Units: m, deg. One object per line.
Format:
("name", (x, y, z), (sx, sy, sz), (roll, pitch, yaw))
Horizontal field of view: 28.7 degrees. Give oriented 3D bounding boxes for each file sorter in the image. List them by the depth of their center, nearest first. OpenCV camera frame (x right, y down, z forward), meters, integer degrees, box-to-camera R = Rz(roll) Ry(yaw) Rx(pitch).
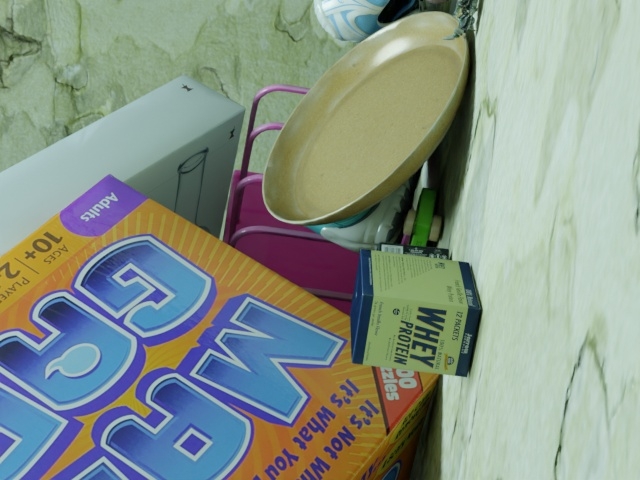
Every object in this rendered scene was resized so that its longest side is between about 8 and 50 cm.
("file sorter", (0.000, 0.000, 1.314), (0.182, 0.202, 0.291), (105, 172, -50))

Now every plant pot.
("plant pot", (0.044, -0.103, 1.109), (0.236, 0.032, 0.236), (-35, 31, 25))

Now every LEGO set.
("LEGO set", (0.127, -0.202, 1.038), (0.083, 0.023, 0.054), (118, 161, -44))

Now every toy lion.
("toy lion", (0.093, -0.010, 1.161), (0.096, 0.034, 0.100), (-75, -4, -47))

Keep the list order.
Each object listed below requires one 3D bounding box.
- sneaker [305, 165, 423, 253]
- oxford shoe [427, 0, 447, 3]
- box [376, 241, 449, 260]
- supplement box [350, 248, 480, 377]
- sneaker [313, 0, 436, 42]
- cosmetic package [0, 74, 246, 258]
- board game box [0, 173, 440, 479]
("sneaker", (0.053, -0.104, 1.225), (0.107, 0.110, 0.275), (99, -171, -48))
("oxford shoe", (0.095, -0.305, 1.207), (0.271, 0.096, 0.098), (-87, -2, -63))
("box", (0.072, 0.046, 1.054), (0.083, 0.062, 0.052), (100, 175, -56))
("supplement box", (0.067, 0.051, 0.905), (0.083, 0.083, 0.056), (-89, 6, -67))
("sneaker", (0.076, -0.240, 1.269), (0.237, 0.086, 0.085), (-22, -78, -63))
("cosmetic package", (-0.240, 0.027, 1.278), (0.377, 0.097, 0.284), (-39, -30, -47))
("board game box", (-0.164, 0.238, 1.077), (0.356, 0.356, 0.356), (-44, -25, -39))
